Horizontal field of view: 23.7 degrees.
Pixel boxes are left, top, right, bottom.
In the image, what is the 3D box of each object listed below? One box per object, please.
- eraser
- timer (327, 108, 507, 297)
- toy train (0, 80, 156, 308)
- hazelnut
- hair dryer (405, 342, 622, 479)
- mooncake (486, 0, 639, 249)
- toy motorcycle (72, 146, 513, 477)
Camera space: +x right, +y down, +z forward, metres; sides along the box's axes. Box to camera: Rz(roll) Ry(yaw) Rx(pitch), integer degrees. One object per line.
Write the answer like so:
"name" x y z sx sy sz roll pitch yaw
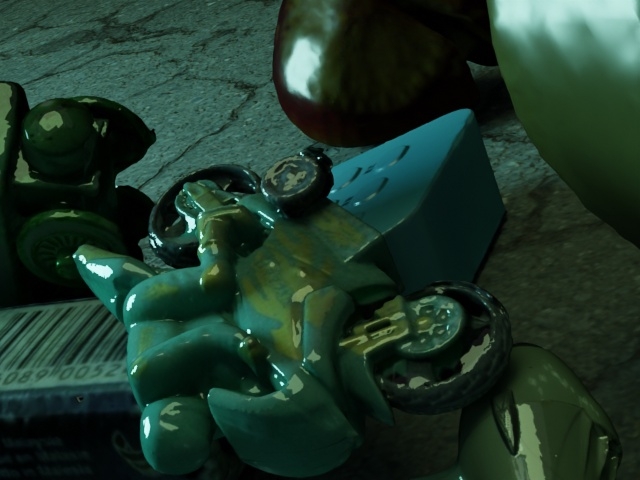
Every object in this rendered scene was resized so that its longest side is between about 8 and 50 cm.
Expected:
"eraser" -0.186 0.112 1.052 0.332 0.102 0.155 -8 26 27
"timer" 0.000 0.000 1.184 0.250 0.091 0.232 -12 24 25
"toy train" -0.226 -0.010 1.161 0.201 0.266 0.145 5 56 -2
"hazelnut" 0.066 -0.197 1.453 0.251 0.217 0.217 -44 24 0
"hair dryer" 0.073 0.164 0.783 0.225 0.088 0.219 -35 28 -4
"mooncake" 0.322 -0.146 0.865 0.394 0.393 0.246 -47 28 -8
"toy motorcycle" -0.037 0.052 0.892 0.198 0.109 0.296 -37 41 -15
